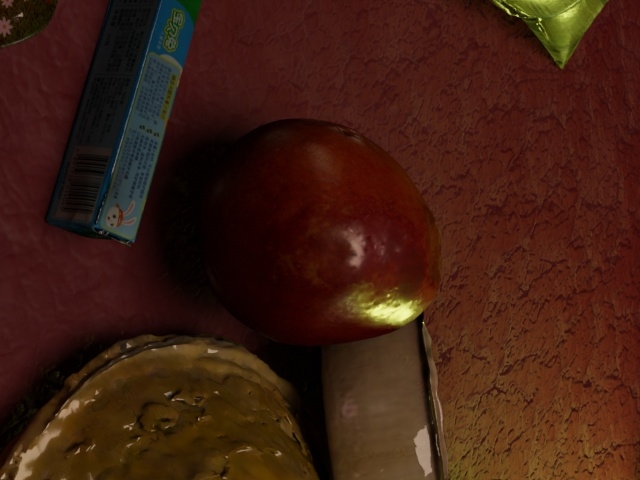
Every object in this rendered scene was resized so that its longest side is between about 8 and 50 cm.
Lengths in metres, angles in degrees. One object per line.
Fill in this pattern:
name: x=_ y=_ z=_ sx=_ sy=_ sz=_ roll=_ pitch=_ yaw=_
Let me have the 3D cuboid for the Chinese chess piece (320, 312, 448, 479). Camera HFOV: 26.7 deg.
Chinese chess piece: x=0.069 y=0.187 z=1.331 sx=0.257 sy=0.104 sz=0.257 roll=-8 pitch=90 yaw=-83

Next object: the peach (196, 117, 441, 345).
peach: x=0.000 y=0.000 z=1.212 sx=0.243 sy=0.243 sz=0.199 roll=20 pitch=106 yaw=-49

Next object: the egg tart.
egg tart: x=-0.109 y=0.294 z=1.167 sx=0.443 sy=0.178 sz=0.443 roll=-6 pitch=98 yaw=-47

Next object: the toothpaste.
toothpaste: x=-0.159 y=-0.131 z=1.141 sx=0.050 sy=0.065 sz=0.267 roll=25 pitch=75 yaw=-48

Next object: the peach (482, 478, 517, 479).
peach: x=0.191 y=0.387 z=1.536 sx=0.232 sy=0.232 sz=0.232 roll=-8 pitch=101 yaw=-49

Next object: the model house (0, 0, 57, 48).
model house: x=-0.248 y=-0.273 z=0.954 sx=0.207 sy=0.154 sz=0.294 roll=-24 pitch=112 yaw=-44

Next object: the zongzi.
zongzi: x=0.336 y=-0.337 z=1.576 sx=0.300 sy=0.286 sz=0.138 roll=42 pitch=22 yaw=-52
